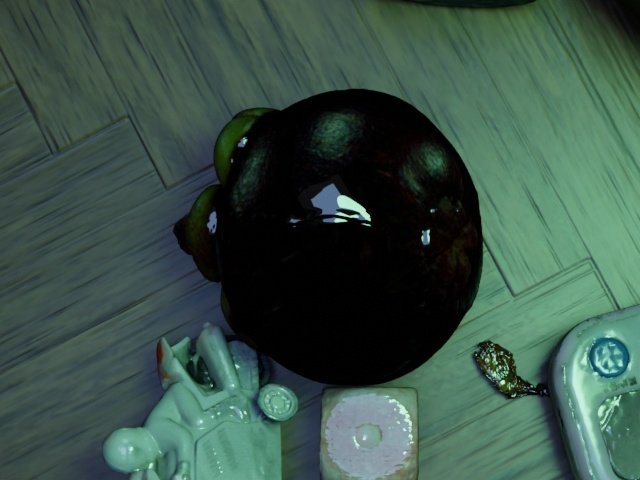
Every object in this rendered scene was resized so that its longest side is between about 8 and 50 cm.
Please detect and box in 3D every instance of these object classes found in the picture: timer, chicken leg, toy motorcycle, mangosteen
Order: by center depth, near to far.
[{"bbox_3d":[0.002,0.002,1.424,0.288,0.233,0.287,1,127,1],"label":"mangosteen"},{"bbox_3d":[-0.113,0.193,1.430,0.171,0.110,0.260,7,54,-19],"label":"toy motorcycle"},{"bbox_3d":[0.319,0.150,1.462,0.209,0.069,0.190,-14,82,-10],"label":"timer"},{"bbox_3d":[0.179,0.129,1.505,0.083,0.021,0.036,42,78,6],"label":"chicken leg"}]

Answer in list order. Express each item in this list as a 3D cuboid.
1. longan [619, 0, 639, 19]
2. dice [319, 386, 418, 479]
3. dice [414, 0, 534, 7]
[{"bbox_3d":[0.429,-0.361,1.352,0.436,0.404,0.404,-34,84,-1],"label":"longan"},{"bbox_3d":[0.045,0.182,1.471,0.094,0.091,0.093,1,85,4],"label":"dice"},{"bbox_3d":[0.135,-0.321,1.471,0.183,0.182,0.181,4,83,3],"label":"dice"}]
